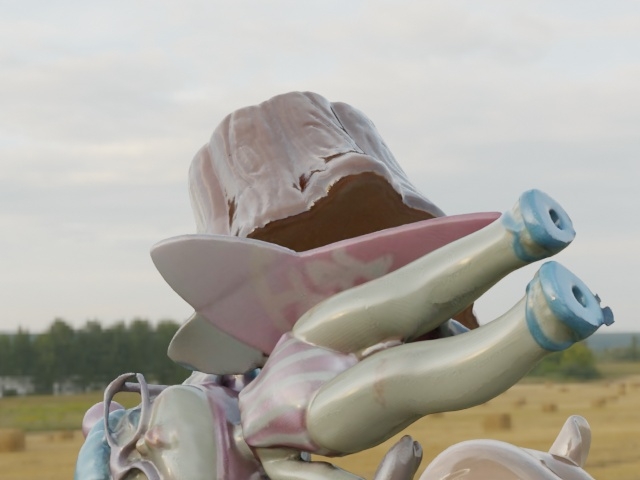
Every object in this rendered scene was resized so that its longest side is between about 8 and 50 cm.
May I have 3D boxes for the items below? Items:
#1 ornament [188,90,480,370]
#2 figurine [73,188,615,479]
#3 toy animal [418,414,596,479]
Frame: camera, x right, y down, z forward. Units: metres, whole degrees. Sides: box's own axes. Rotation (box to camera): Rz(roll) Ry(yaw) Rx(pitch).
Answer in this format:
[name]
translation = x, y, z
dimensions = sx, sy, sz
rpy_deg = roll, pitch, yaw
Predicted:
[ornament]
translation = 0.000, 0.000, 0.983
dimensions = 0.221, 0.235, 0.217
rpy_deg = 8, 28, -18
[figurine]
translation = 0.006, 0.087, 0.495
dimensions = 0.260, 0.205, 0.103
rpy_deg = -34, -32, 28
[toy animal]
translation = 0.189, 0.278, 1.138
dimensions = 0.195, 0.213, 0.256
rpy_deg = -36, -26, 11
